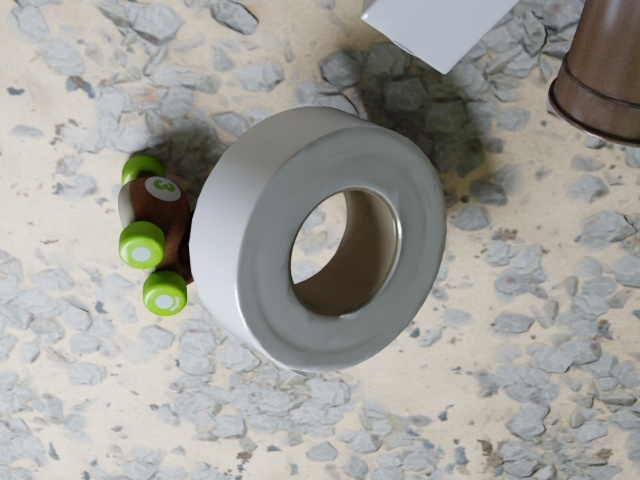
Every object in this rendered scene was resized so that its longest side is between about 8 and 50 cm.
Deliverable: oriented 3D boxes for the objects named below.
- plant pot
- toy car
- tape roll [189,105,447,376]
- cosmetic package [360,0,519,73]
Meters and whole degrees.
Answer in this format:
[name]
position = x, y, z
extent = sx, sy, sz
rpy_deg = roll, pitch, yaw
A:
[plant pot]
position = 0.327, -0.204, 1.503
extent = 0.167, 0.167, 0.165
rpy_deg = 7, 125, 0
[toy car]
position = -0.126, -0.024, 1.719
extent = 0.188, 0.155, 0.149
rpy_deg = -15, 129, 7
[tape roll]
position = 0.000, 0.000, 1.642
extent = 0.286, 0.100, 0.286
rpy_deg = -15, 116, -32
[cosmetic package]
position = 0.154, -0.287, 1.492
extent = 0.117, 0.085, 0.231
rpy_deg = 32, 129, -21
